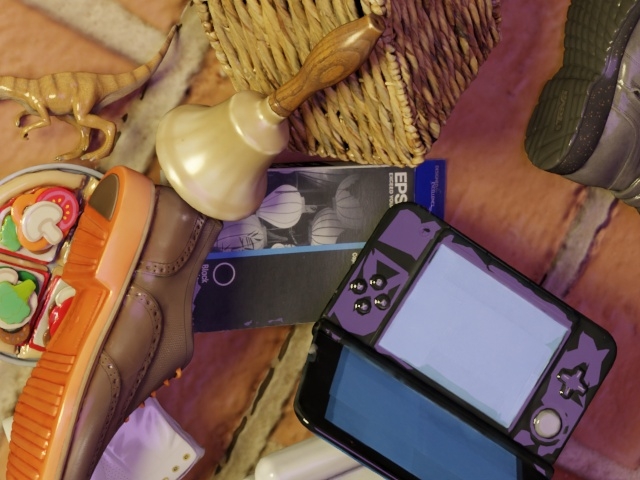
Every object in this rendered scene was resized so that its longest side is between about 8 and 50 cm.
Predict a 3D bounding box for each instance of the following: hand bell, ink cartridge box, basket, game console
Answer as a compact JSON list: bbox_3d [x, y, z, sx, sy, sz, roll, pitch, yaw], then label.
[{"bbox_3d":[-0.029,-0.127,1.021,0.126,0.242,0.126,24,48,-31],"label":"hand bell"},{"bbox_3d":[0.000,0.000,1.209,0.332,0.065,0.165,-5,100,-24],"label":"ink cartridge box"},{"bbox_3d":[0.023,-0.251,1.087,0.223,0.213,0.299,-56,142,-34],"label":"basket"},{"bbox_3d":[0.146,0.132,1.125,0.293,0.173,0.250,34,84,-8],"label":"game console"}]

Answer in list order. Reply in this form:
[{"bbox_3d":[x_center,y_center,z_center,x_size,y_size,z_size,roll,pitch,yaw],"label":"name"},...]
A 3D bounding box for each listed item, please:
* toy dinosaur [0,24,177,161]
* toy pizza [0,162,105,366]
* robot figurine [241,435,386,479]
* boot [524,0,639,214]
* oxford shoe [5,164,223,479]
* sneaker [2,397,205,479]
[{"bbox_3d":[-0.219,-0.134,1.086,0.211,0.064,0.112,-12,103,-22],"label":"toy dinosaur"},{"bbox_3d":[-0.251,0.027,1.097,0.201,0.032,0.201,-11,110,-31],"label":"toy pizza"},{"bbox_3d":[0.011,0.313,1.191,0.353,0.200,0.300,-22,125,-20],"label":"robot figurine"},{"bbox_3d":[0.386,-0.201,1.332,0.222,0.118,0.338,18,102,-29],"label":"boot"},{"bbox_3d":[-0.183,0.123,1.048,0.133,0.130,0.364,21,85,-29],"label":"oxford shoe"},{"bbox_3d":[-0.178,0.272,1.151,0.169,0.108,0.292,-25,107,-15],"label":"sneaker"}]
